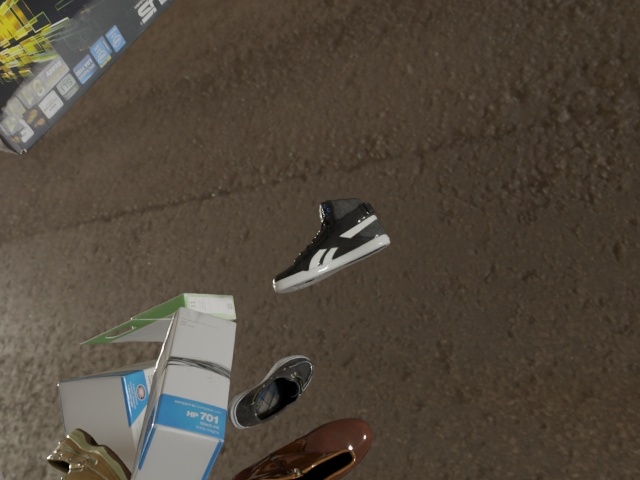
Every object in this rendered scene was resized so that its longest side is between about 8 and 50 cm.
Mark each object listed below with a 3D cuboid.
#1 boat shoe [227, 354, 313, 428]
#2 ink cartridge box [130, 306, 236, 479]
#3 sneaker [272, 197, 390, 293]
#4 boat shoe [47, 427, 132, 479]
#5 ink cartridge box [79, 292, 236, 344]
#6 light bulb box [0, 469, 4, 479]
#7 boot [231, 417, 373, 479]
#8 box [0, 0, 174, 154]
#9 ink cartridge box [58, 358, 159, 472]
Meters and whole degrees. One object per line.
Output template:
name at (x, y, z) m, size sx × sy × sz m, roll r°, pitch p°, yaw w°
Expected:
boat shoe at (-0.070, 0.269, 1.280) m, size 0.076 × 0.229 × 0.080 m, roll -14°, pitch 94°, yaw 38°
ink cartridge box at (-0.162, 0.196, 0.837) m, size 0.190 × 0.082 × 0.139 m, roll -90°, pitch 21°, yaw -55°
sneaker at (0.000, 0.000, 1.235) m, size 0.217 × 0.079 × 0.121 m, roll -25°, pitch 78°, yaw -3°
boat shoe at (-0.314, 0.318, 0.961) m, size 0.072 × 0.068 × 0.190 m, roll -34°, pitch 23°, yaw -34°
ink cartridge box at (-0.299, 0.145, 1.307) m, size 0.171 × 0.235 × 0.056 m, roll -25°, pitch 68°, yaw 36°
light bulb box at (-0.573, 0.293, 0.766) m, size 0.357 × 0.361 × 0.225 m, roll 108°, pitch 171°, yaw -47°
boot at (-0.005, 0.316, 1.039) m, size 0.280 × 0.264 × 0.096 m, roll 122°, pitch 131°, yaw -64°
box at (-0.373, -0.359, 0.912) m, size 0.097 × 0.318 × 0.395 m, roll 16°, pitch 58°, yaw 32°
ink cartridge box at (-0.334, 0.319, 1.328) m, size 0.168 × 0.233 × 0.171 m, roll -12°, pitch 86°, yaw 27°
